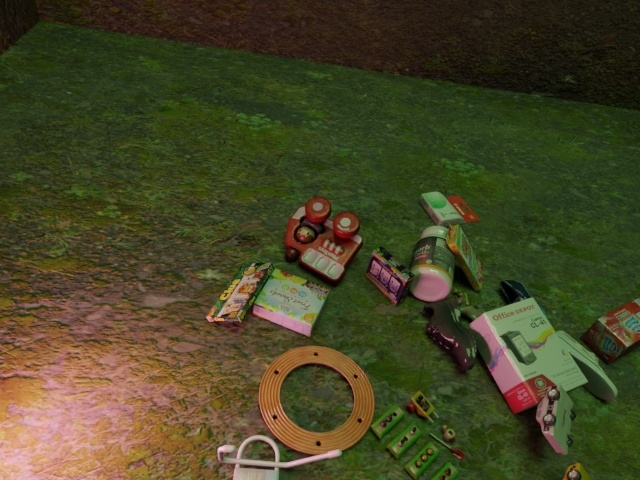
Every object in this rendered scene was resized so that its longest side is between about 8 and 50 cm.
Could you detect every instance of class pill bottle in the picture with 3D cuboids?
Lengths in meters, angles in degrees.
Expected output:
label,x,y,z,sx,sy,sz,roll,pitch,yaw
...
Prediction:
label,x,y,z,sx,sy,sz,roll,pitch,yaw
pill bottle,0.420,0.079,1.775,0.162,0.162,0.278,18,43,6

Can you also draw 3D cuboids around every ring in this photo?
label,x,y,z,sx,sy,sz,roll,pitch,yaw
ring,-0.010,0.458,1.388,0.337,0.032,0.336,6,43,-6

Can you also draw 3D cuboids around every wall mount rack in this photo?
label,x,y,z,sx,sy,sz,roll,pitch,yaw
wall mount rack,-0.106,0.618,1.130,0.305,0.130,0.349,6,45,-6

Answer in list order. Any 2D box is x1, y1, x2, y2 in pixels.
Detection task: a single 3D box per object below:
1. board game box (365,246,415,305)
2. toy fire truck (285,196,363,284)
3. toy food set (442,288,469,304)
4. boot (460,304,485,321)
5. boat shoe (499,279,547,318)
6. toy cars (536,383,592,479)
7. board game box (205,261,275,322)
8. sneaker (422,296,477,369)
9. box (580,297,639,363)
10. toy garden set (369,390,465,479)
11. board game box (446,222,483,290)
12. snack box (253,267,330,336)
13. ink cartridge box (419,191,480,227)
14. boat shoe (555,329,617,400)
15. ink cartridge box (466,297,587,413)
label,x,y,z,sx,sy,sz,roll,pitch,yaw
board game box,0.245,0.126,1.702,0.048,0.141,0.170,-26,56,-31
toy fire truck,0.000,0.000,1.781,0.302,0.169,0.253,29,65,18
toy food set,0.489,0.206,1.762,0.122,0.019,0.077,5,44,-7
boot,0.544,0.273,1.682,0.119,0.042,0.086,-5,55,-29
boat shoe,0.722,0.245,1.727,0.089,0.108,0.258,12,27,-16
toy cars,0.651,0.594,1.293,0.177,0.087,0.393,19,57,-37
board game box,-0.262,0.168,1.586,0.136,0.030,0.259,-7,35,29
sneaker,0.426,0.314,1.593,0.130,0.108,0.286,-4,37,-8
box,1.083,0.320,1.701,0.257,0.122,0.128,-16,50,-26
toy garden set,0.296,0.552,1.335,0.204,0.049,0.244,-26,58,-37
board game box,0.546,0.057,1.791,0.259,0.039,0.124,52,38,-22
snack box,-0.095,0.205,1.599,0.207,0.070,0.174,20,45,10
ink cartridge box,0.580,-0.148,2.122,0.225,0.056,0.180,-11,49,-20
boat shoe,0.881,0.409,1.594,0.088,0.096,0.267,-21,44,-24
ink cartridge box,0.653,0.362,1.526,0.226,0.131,0.306,-12,61,-21
